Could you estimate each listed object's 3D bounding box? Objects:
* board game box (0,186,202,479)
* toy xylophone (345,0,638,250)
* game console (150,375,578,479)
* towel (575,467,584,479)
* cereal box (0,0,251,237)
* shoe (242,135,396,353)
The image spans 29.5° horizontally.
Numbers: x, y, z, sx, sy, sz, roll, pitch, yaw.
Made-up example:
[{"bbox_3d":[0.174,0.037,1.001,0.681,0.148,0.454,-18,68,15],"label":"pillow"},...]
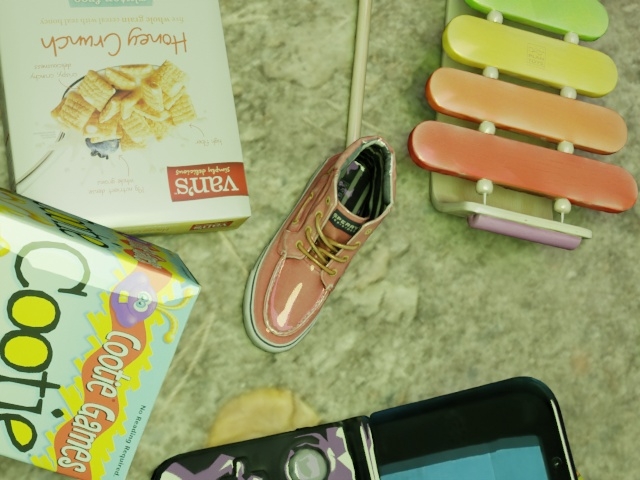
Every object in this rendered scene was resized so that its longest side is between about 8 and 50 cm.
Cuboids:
[{"bbox_3d":[-0.235,0.035,0.771,0.275,0.142,0.144,21,92,-15],"label":"board game box"},{"bbox_3d":[0.142,-0.145,1.021,0.236,0.081,0.322,4,74,-20],"label":"toy xylophone"},{"bbox_3d":[0.044,0.262,0.821,0.250,0.173,0.293,-8,78,-23],"label":"game console"},{"bbox_3d":[0.202,0.255,0.967,0.102,0.021,0.237,-34,89,-25],"label":"towel"},{"bbox_3d":[-0.154,-0.120,0.918,0.173,0.047,0.240,-6,78,-21],"label":"cereal box"},{"bbox_3d":[0.000,0.000,0.926,0.063,0.081,0.178,31,67,-11],"label":"shoe"}]
